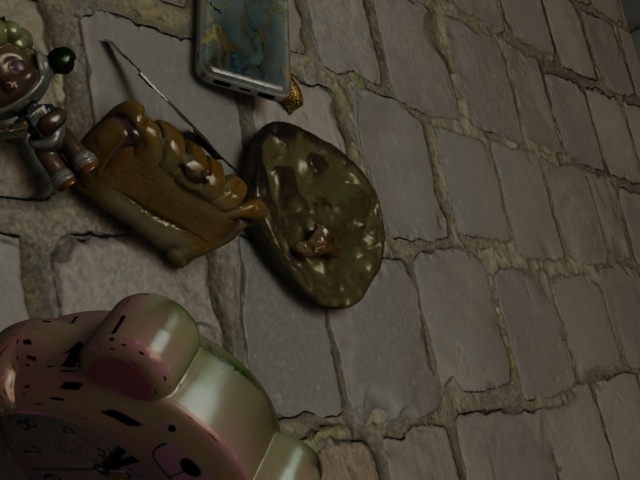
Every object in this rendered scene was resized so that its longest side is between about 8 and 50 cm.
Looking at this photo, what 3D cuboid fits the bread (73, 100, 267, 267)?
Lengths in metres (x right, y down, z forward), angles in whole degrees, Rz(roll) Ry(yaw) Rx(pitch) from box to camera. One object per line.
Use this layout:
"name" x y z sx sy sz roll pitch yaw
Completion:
"bread" -0.177 -0.061 1.029 0.225 0.134 0.081 40 19 -34

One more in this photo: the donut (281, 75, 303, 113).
"donut" -0.060 -0.227 1.322 0.083 0.038 0.067 59 35 -9

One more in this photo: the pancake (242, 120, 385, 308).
"pancake" -0.010 -0.039 1.282 0.294 0.049 0.294 27 53 -43

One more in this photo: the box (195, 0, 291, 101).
"box" -0.112 -0.337 1.285 0.142 0.044 0.285 12 61 -29

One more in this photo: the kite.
"kite" -0.182 -0.163 1.082 0.250 0.012 0.229 47 -1 14

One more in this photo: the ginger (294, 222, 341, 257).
"ginger" 0.001 -0.001 1.211 0.097 0.030 0.048 3 74 -53

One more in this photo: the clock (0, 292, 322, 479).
"clock" -0.176 0.181 0.757 0.284 0.309 0.114 52 38 -19

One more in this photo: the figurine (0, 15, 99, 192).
"figurine" -0.310 -0.144 0.916 0.147 0.093 0.197 -37 91 -8
